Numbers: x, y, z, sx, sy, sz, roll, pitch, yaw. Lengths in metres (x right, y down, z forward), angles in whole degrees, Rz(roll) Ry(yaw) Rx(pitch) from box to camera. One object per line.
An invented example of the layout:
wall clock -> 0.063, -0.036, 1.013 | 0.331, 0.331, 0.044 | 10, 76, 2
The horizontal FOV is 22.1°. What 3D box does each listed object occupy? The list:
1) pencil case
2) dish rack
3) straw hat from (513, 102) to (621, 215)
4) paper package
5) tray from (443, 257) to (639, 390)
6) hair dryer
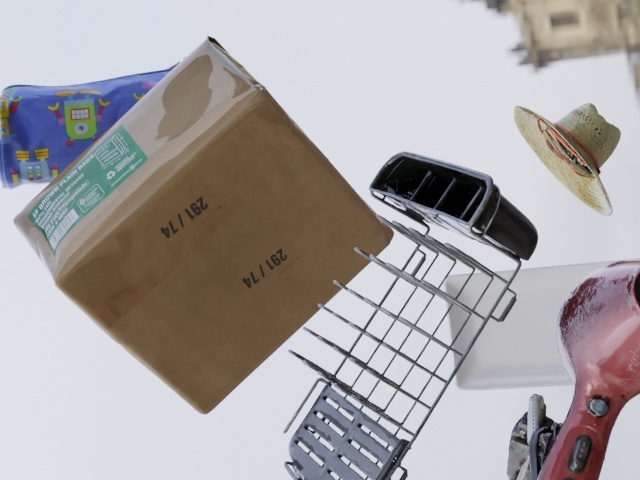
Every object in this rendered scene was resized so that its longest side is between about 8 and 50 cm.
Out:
pencil case -> -0.259, -0.147, 2.030 | 0.119, 0.306, 0.133 | 164, 97, -81
dish rack -> 0.049, 0.071, 1.256 | 0.074, 0.208, 0.272 | 32, -92, -19
straw hat -> 0.248, -0.094, 1.537 | 0.061, 0.144, 0.144 | -43, -36, -4
paper package -> -0.133, -0.015, 1.913 | 0.309, 0.325, 0.168 | 47, 179, -37
tray -> 0.288, 0.100, 1.962 | 0.030, 0.270, 0.145 | -25, -71, -73
hair dryer -> 0.172, 0.118, 0.993 | 0.224, 0.080, 0.294 | -77, -1, -52
